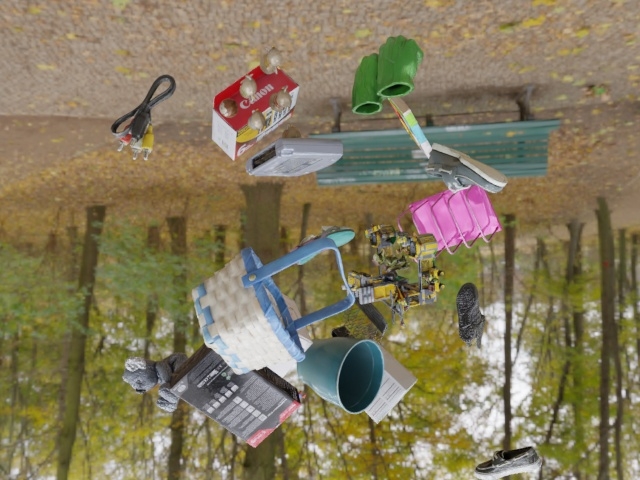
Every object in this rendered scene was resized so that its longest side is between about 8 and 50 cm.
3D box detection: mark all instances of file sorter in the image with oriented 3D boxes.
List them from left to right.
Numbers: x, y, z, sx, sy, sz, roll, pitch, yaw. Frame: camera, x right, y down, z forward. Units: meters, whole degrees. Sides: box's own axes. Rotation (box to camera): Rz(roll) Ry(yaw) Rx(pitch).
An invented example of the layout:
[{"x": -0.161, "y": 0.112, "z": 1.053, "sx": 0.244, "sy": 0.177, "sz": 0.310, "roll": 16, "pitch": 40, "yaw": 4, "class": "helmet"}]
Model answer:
[{"x": 0.448, "y": -0.061, "z": 2.093, "sx": 0.290, "sy": 0.202, "sz": 0.182, "roll": -21, "pitch": -172, "yaw": 35, "class": "file sorter"}]

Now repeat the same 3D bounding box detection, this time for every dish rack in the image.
[{"x": 0.156, "y": 0.347, "z": 2.309, "sx": 0.074, "sy": 0.272, "sz": 0.208, "roll": -21, "pitch": -126, "yaw": -36, "class": "dish rack"}]

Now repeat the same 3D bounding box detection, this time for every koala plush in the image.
[{"x": -0.611, "y": 0.492, "z": 2.161, "sx": 0.221, "sy": 0.203, "sz": 0.196, "roll": 14, "pitch": 147, "yaw": -10, "class": "koala plush"}]

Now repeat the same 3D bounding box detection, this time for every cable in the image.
[{"x": -0.560, "y": -0.400, "z": 1.879, "sx": 0.139, "sy": 0.287, "sz": 0.072, "roll": 20, "pitch": 166, "yaw": 5, "class": "cable"}]

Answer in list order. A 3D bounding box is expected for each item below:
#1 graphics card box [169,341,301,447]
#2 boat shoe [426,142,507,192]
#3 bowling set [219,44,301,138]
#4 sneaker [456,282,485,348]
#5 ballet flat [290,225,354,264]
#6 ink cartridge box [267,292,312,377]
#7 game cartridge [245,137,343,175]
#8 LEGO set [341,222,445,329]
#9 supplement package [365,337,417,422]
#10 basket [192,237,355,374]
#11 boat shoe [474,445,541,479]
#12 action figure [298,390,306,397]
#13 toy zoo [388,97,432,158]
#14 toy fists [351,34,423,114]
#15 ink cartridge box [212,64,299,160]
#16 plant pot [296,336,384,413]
[{"x": -0.273, "y": 0.486, "z": 1.921, "sx": 0.371, "sy": 0.233, "sz": 0.094, "roll": 41, "pitch": -168, "yaw": -23, "class": "graphics card box"}, {"x": 0.376, "y": -0.172, "z": 1.563, "sx": 0.116, "sy": 0.099, "sz": 0.319, "roll": 15, "pitch": -162, "yaw": -25, "class": "boat shoe"}, {"x": -0.174, "y": -0.376, "z": 1.661, "sx": 0.199, "sy": 0.287, "sz": 0.154, "roll": -21, "pitch": -169, "yaw": -12, "class": "bowling set"}, {"x": 0.363, "y": 0.182, "z": 1.419, "sx": 0.051, "sy": 0.170, "sz": 0.089, "roll": 3, "pitch": -176, "yaw": 33, "class": "sneaker"}, {"x": 0.000, "y": 0.000, "z": 1.892, "sx": 0.221, "sy": 0.077, "sz": 0.079, "roll": -28, "pitch": -132, "yaw": -13, "class": "ballet flat"}, {"x": -0.167, "y": 0.353, "z": 2.225, "sx": 0.117, "sy": 0.207, "sz": 0.283, "roll": 32, "pitch": -166, "yaw": -30, "class": "ink cartridge box"}, {"x": -0.069, "y": -0.229, "z": 1.639, "sx": 0.198, "sy": 0.062, "sz": 0.297, "roll": -8, "pitch": 178, "yaw": -27, "class": "game cartridge"}, {"x": 0.177, "y": 0.080, "z": 1.668, "sx": 0.192, "sy": 0.255, "sz": 0.331, "roll": -9, "pitch": -162, "yaw": -22, "class": "LEGO set"}, {"x": 0.231, "y": 0.584, "z": 2.497, "sx": 0.262, "sy": 0.198, "sz": 0.199, "roll": 42, "pitch": -165, "yaw": 17, "class": "supplement package"}, {"x": -0.082, "y": 0.117, "z": 1.137, "sx": 0.288, "sy": 0.201, "sz": 0.255, "roll": -20, "pitch": 144, "yaw": -1, "class": "basket"}, {"x": 0.583, "y": 0.698, "z": 1.877, "sx": 0.219, "sy": 0.070, "sz": 0.078, "roll": -26, "pitch": -177, "yaw": 28, "class": "boat shoe"}, {"x": -0.096, "y": 0.594, "z": 2.307, "sx": 0.038, "sy": 0.030, "sz": 0.115, "roll": 33, "pitch": -179, "yaw": 29, "class": "action figure"}, {"x": 0.322, "y": -0.405, "z": 2.094, "sx": 0.030, "sy": 0.192, "sz": 0.293, "roll": -34, "pitch": 136, "yaw": 9, "class": "toy zoo"}, {"x": 0.168, "y": -0.427, "z": 1.528, "sx": 0.096, "sy": 0.142, "sz": 0.279, "roll": 6, "pitch": 173, "yaw": -22, "class": "toy fists"}, {"x": -0.234, "y": -0.477, "z": 2.124, "sx": 0.309, "sy": 0.130, "sz": 0.272, "roll": -42, "pitch": 171, "yaw": -22, "class": "ink cartridge box"}, {"x": 0.060, "y": 0.483, "z": 2.231, "sx": 0.255, "sy": 0.272, "sz": 0.271, "roll": 6, "pitch": -177, "yaw": 43, "class": "plant pot"}]
